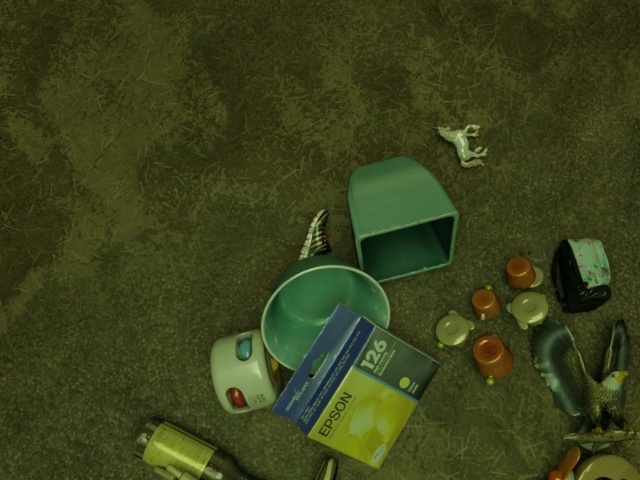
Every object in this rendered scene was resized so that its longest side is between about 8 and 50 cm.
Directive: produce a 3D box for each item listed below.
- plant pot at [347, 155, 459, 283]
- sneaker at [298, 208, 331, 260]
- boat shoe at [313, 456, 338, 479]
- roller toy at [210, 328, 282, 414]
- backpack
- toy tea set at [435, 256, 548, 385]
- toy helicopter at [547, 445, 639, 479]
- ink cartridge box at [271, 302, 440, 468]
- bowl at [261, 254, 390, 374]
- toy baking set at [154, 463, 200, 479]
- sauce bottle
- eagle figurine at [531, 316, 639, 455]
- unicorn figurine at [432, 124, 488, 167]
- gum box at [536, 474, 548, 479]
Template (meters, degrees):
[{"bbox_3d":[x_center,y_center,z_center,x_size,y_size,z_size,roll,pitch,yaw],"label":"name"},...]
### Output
[{"bbox_3d":[0.188,-0.071,1.415,0.247,0.247,0.252,-14,57,0],"label":"plant pot"},{"bbox_3d":[0.000,0.000,1.493,0.075,0.063,0.170,19,83,8],"label":"sneaker"},{"bbox_3d":[-0.040,0.641,1.320,0.095,0.095,0.257,19,78,13],"label":"boat shoe"},{"bbox_3d":[-0.173,0.321,1.350,0.146,0.191,0.209,-14,81,4],"label":"roller toy"},{"bbox_3d":[0.670,0.082,1.407,0.115,0.152,0.182,-1,64,-3],"label":"backpack"},{"bbox_3d":[0.468,0.203,1.412,0.336,0.124,0.200,-43,48,-4],"label":"toy tea set"},{"bbox_3d":[0.570,0.623,1.231,0.355,0.140,0.235,-44,89,-7],"label":"toy helicopter"},{"bbox_3d":[0.093,0.348,1.302,0.307,0.072,0.303,32,90,-25],"label":"ink cartridge box"},{"bbox_3d":[0.003,0.158,1.362,0.312,0.163,0.311,-4,118,-8],"label":"bowl"},{"bbox_3d":[-0.282,0.614,1.298,0.256,0.196,0.030,28,50,12],"label":"toy baking set"},{"bbox_3d":[-0.287,0.553,1.343,0.344,0.111,0.111,24,78,10],"label":"sauce bottle"},{"bbox_3d":[0.669,0.345,1.333,0.226,0.225,0.298,31,39,-29],"label":"eagle figurine"},{"bbox_3d":[0.397,-0.279,1.542,0.111,0.060,0.161,-18,76,-2],"label":"unicorn figurine"},{"bbox_3d":[0.527,0.681,1.306,0.157,0.041,0.184,-24,75,-4],"label":"gum box"}]
